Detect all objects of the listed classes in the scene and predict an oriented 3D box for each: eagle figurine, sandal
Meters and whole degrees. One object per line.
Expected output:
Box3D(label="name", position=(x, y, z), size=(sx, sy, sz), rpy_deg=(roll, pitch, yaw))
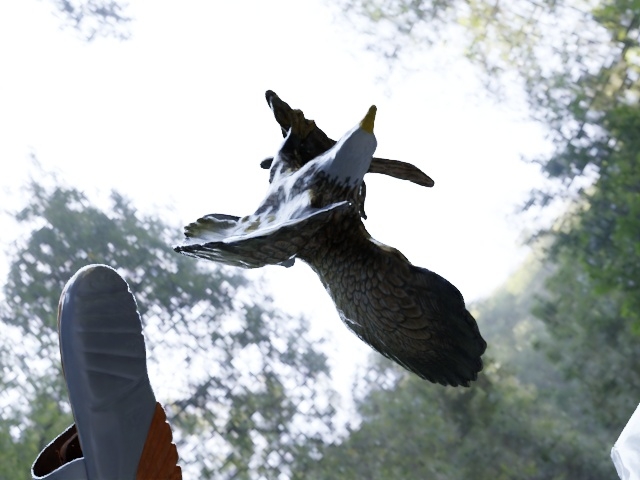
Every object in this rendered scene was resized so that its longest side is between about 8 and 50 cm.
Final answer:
Box3D(label="eagle figurine", position=(0.001, -0.009, 0.964), size=(0.226, 0.298, 0.225), rpy_deg=(-8, -52, 2))
Box3D(label="sandal", position=(-0.159, 0.135, 0.811), size=(0.102, 0.076, 0.265), rpy_deg=(-47, -44, -57))

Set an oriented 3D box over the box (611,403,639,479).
Box3D(label="box", position=(0.375, 0.197, 0.932), size=(0.232, 0.148, 0.126), rpy_deg=(26, -77, -3))
